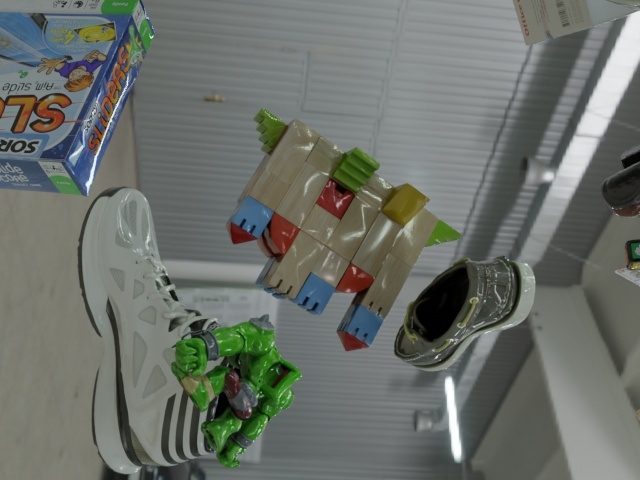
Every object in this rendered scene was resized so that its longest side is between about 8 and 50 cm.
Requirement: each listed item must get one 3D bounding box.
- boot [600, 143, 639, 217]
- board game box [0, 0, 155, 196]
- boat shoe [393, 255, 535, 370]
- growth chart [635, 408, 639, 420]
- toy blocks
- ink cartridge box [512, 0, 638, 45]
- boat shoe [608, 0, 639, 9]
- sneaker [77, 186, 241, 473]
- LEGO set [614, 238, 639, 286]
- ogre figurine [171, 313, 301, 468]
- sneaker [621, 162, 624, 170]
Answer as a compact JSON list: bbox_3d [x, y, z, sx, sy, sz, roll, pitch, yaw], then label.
[{"bbox_3d":[0.558,-0.001,1.188,0.281,0.096,0.264,61,28,-6],"label":"boot"},{"bbox_3d":[-0.220,-0.097,0.463,0.035,0.201,0.136,77,20,-57],"label":"board game box"},{"bbox_3d":[0.169,0.102,1.018,0.305,0.091,0.109,132,-35,-57],"label":"boat shoe"},{"bbox_3d":[0.557,0.291,1.013,0.237,0.172,0.021,53,14,-7],"label":"growth chart"},{"bbox_3d":[0.000,0.000,1.181,0.261,0.381,0.190,-59,-166,-13],"label":"toy blocks"},{"bbox_3d":[0.495,-0.493,1.409,0.232,0.168,0.171,-156,-135,-73],"label":"ink cartridge box"},{"bbox_3d":[0.187,-0.361,0.745,0.187,0.156,0.500,-56,-142,9],"label":"boat shoe"},{"bbox_3d":[-0.215,0.114,1.134,0.169,0.257,0.448,21,58,-65],"label":"sneaker"},{"bbox_3d":[0.380,0.043,0.667,0.182,0.244,0.060,-21,-123,43],"label":"LEGO set"},{"bbox_3d":[-0.090,0.166,0.843,0.097,0.118,0.197,10,-53,59],"label":"ogre figurine"},{"bbox_3d":[0.665,-0.148,1.479,0.091,0.081,0.232,61,-1,4],"label":"sneaker"}]
